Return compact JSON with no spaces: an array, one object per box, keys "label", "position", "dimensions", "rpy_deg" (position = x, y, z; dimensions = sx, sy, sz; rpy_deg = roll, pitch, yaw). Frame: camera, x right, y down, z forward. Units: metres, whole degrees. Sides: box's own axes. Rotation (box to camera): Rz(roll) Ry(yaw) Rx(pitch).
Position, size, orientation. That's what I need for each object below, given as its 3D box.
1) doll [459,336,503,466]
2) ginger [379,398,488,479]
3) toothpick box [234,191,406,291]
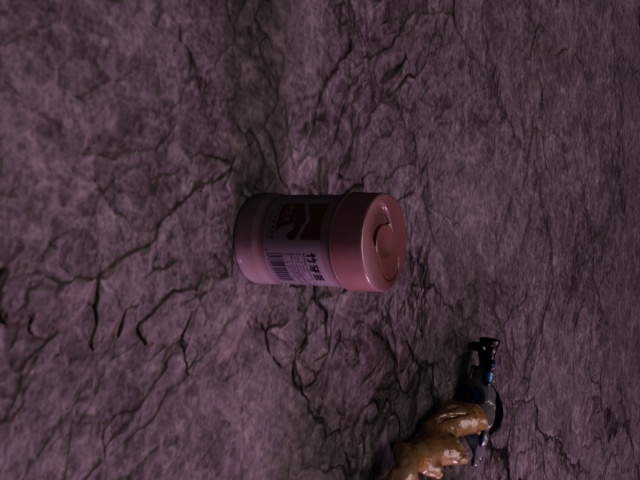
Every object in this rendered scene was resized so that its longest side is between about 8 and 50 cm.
[{"label":"doll","position":[0.247,0.248,1.497],"dimensions":[0.096,0.070,0.195],"rpy_deg":[113,-15,-74]},{"label":"ginger","position":[0.150,0.293,1.338],"dimensions":[0.288,0.089,0.075],"rpy_deg":[-29,161,-53]},{"label":"toothpick box","position":[0.000,0.000,0.991],"dimensions":[0.098,0.149,0.098],"rpy_deg":[-4,95,-59]}]
